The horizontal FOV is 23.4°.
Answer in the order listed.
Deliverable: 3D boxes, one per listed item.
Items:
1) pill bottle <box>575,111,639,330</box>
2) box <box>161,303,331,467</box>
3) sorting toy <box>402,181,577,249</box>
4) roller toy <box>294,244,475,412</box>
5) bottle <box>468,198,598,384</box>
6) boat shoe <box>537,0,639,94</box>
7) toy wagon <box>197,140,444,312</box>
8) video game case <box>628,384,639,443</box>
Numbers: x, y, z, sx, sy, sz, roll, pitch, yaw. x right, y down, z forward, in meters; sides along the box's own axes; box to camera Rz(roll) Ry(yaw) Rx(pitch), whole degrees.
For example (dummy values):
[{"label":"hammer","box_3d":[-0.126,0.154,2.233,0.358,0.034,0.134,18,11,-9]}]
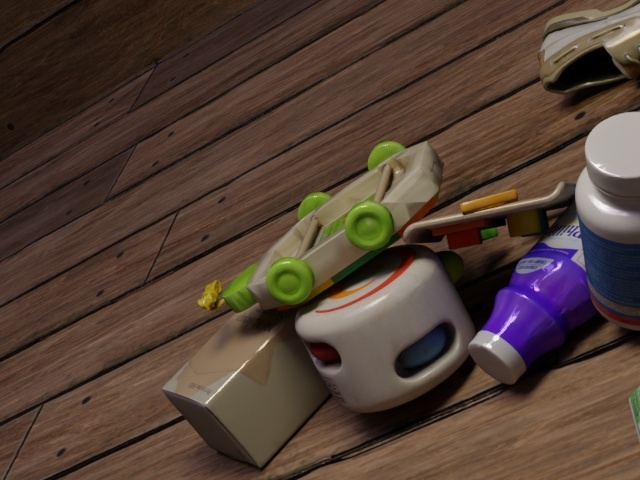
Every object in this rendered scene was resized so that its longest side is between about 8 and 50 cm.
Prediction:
[{"label":"pill bottle","box_3d":[0.324,-0.020,1.569,0.124,0.221,0.124,-9,48,10]},{"label":"box","box_3d":[-0.039,0.135,2.000,0.311,0.121,0.148,-46,23,-20]},{"label":"sorting toy","box_3d":[0.209,-0.020,1.809,0.196,0.047,0.348,-16,-4,18]},{"label":"roller toy","box_3d":[0.078,0.109,1.833,0.209,0.146,0.191,-22,16,25]},{"label":"bottle","box_3d":[0.277,0.039,1.733,0.283,0.092,0.118,-46,16,-19]},{"label":"boat shoe","box_3d":[0.433,-0.266,2.104,0.302,0.113,0.103,-12,54,44]},{"label":"toy wagon","box_3d":[0.000,0.000,1.905,0.344,0.068,0.267,-35,11,19]},{"label":"video game case","box_3d":[0.348,0.148,1.351,0.193,0.023,0.212,-57,19,31]}]
